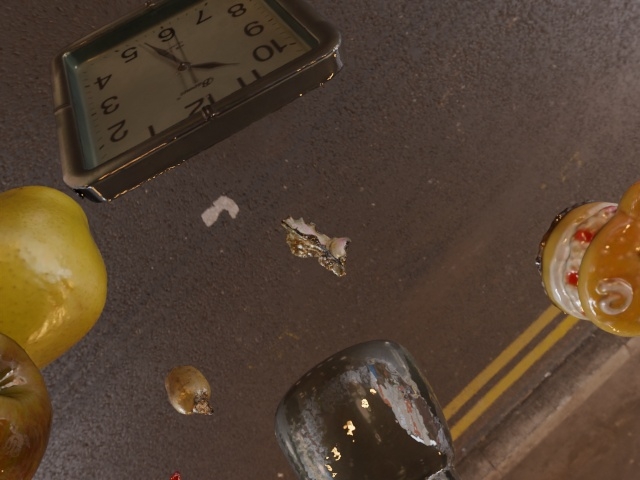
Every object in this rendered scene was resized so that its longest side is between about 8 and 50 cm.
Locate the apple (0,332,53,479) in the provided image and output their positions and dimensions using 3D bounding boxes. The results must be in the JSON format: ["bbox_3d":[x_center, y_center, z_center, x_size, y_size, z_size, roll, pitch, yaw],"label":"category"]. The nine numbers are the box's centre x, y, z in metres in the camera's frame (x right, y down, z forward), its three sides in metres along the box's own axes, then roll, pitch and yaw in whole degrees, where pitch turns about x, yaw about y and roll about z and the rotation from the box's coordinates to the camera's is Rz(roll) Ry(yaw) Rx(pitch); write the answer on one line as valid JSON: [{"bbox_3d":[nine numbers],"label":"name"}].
[{"bbox_3d":[-0.488,0.243,0.527,0.264,0.264,0.264,-9,117,-19],"label":"apple"}]

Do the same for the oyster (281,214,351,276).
[{"bbox_3d":[-0.005,0.007,1.131,0.198,0.259,0.092,8,108,-48],"label":"oyster"}]

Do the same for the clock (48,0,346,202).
[{"bbox_3d":[-0.144,-0.184,0.434,0.273,0.279,0.049,-30,145,-3],"label":"clock"}]

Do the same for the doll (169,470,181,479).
[{"bbox_3d":[-0.097,0.462,0.558,0.099,0.384,0.188,-59,166,-9],"label":"doll"}]

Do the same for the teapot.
[{"bbox_3d":[0.063,0.324,0.522,0.305,0.285,0.223,-45,140,9],"label":"teapot"}]

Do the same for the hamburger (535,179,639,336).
[{"bbox_3d":[0.605,0.035,0.814,0.261,0.186,0.303,11,93,-10],"label":"hamburger"}]

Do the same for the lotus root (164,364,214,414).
[{"bbox_3d":[-0.435,0.504,1.372,0.125,0.221,0.118,-45,144,-10],"label":"lotus root"}]

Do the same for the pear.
[{"bbox_3d":[-0.653,0.090,0.884,0.362,0.418,0.362,-3,149,-2],"label":"pear"}]
